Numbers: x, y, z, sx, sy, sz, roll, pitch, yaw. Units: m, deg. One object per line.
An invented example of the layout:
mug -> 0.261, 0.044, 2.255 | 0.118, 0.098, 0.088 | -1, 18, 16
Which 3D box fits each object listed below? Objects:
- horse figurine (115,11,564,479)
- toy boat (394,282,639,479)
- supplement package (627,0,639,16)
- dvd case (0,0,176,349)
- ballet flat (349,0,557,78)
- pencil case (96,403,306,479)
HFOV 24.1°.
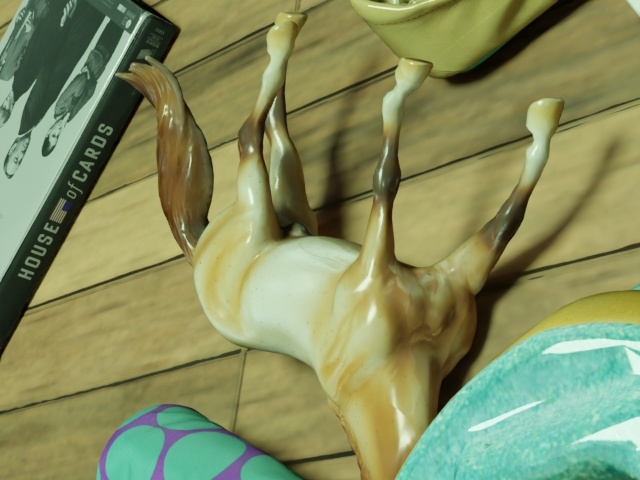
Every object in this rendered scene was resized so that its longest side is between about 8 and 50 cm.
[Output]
horse figurine -> 0.000, 0.000, 0.633 | 0.263, 0.066, 0.174 | 27, 109, 47
toy boat -> 0.117, 0.051, 0.288 | 0.318, 0.148, 0.267 | -27, 16, 27
supplement package -> 0.189, -0.164, 0.382 | 0.263, 0.199, 0.198 | -48, 39, 22
dvd case -> -0.191, -0.061, 0.961 | 0.239, 0.029, 0.179 | -60, 36, 8
ballet flat -> 0.102, -0.146, 0.595 | 0.232, 0.073, 0.080 | -39, 41, 31
pencil case -> -0.037, 0.121, 0.624 | 0.070, 0.064, 0.151 | -55, 34, -9
